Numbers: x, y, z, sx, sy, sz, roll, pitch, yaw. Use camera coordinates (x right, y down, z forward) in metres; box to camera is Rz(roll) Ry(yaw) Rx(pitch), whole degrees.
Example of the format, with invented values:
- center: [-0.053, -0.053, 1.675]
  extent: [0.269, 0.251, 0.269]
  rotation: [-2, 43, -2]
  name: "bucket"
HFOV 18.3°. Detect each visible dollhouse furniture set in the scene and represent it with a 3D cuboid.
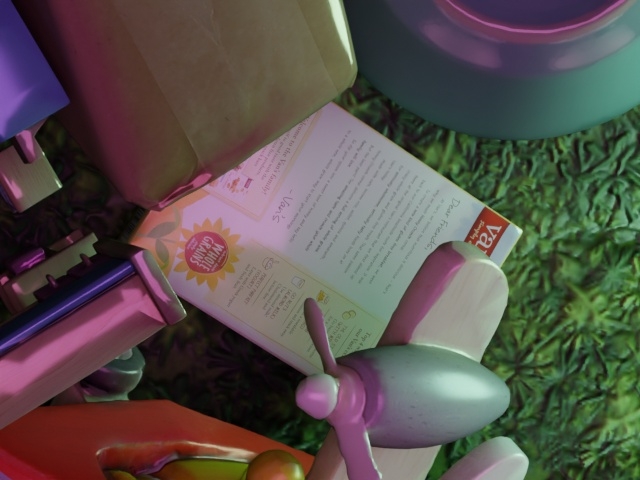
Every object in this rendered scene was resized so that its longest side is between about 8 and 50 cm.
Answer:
- center: [-0.260, -0.041, 1.186]
  extent: [0.198, 0.286, 0.303]
  rotation: [-31, 100, -12]
  name: "dollhouse furniture set"

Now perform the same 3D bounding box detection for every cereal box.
- center: [0.000, 0.000, 1.392]
  extent: [0.240, 0.047, 0.173]
  rotation: [34, 89, -17]
  name: "cereal box"

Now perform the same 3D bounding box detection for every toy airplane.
- center: [-0.015, 0.220, 1.301]
  extent: [0.384, 0.272, 0.386]
  rotation: [-21, 120, -1]
  name: "toy airplane"

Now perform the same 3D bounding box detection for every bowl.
- center: [0.135, -0.219, 1.295]
  extent: [0.311, 0.163, 0.311]
  rotation: [0, 94, 3]
  name: "bowl"

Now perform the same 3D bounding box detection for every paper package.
- center: [-0.143, -0.240, 1.134]
  extent: [0.168, 0.309, 0.325]
  rotation: [-30, 138, -14]
  name: "paper package"
